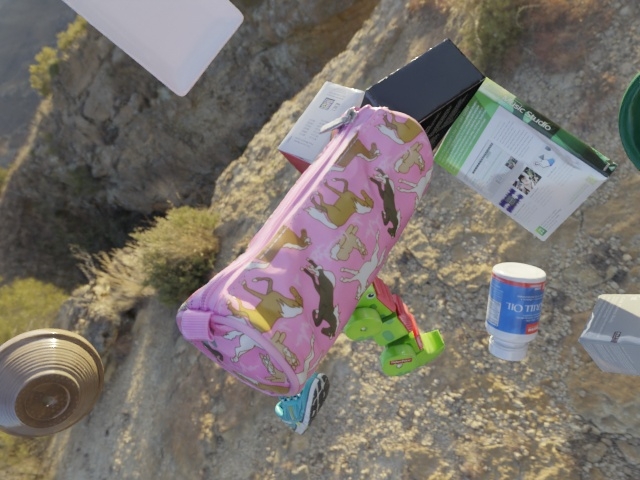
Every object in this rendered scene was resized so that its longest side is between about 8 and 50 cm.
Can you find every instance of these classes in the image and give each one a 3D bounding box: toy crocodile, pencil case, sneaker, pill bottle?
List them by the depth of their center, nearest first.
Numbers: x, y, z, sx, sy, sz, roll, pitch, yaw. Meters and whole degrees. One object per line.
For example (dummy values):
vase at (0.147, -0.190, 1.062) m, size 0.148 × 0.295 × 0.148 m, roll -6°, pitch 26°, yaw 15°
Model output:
pencil case at (0.000, 0.000, 0.609) m, size 0.386 × 0.167 × 0.160 m, roll -56°, pitch 2°, yaw -30°
toy crocodile at (0.112, 0.135, 0.879) m, size 0.105 × 0.340 × 0.115 m, roll -31°, pitch 37°, yaw 16°
pill bottle at (0.476, 0.176, 1.230) m, size 0.124 × 0.124 × 0.221 m, roll 26°, pitch 120°, yaw 57°
sneaker at (-0.055, 0.400, 1.236) m, size 0.107 × 0.110 × 0.275 m, roll -53°, pitch -10°, yaw -40°

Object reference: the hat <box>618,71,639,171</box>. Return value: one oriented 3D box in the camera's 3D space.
hat at (0.548, -0.160, 0.669) m, size 0.173 × 0.184 × 0.208 m, roll 122°, pitch 130°, yaw -64°

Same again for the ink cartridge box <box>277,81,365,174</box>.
ink cartridge box at (0.050, -0.173, 1.219) m, size 0.130 × 0.309 × 0.271 m, roll 30°, pitch 82°, yaw 39°

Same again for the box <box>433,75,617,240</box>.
box at (0.421, -0.171, 1.081) m, size 0.058 × 0.322 × 0.232 m, roll -42°, pitch -16°, yaw -30°

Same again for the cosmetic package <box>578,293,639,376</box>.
cosmetic package at (0.607, 0.170, 0.879) m, size 0.127 × 0.107 × 0.238 m, roll -49°, pitch 14°, yaw -26°

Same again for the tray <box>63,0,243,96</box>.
tray at (-0.245, -0.327, 0.635) m, size 0.145 × 0.270 × 0.030 m, roll -53°, pitch 26°, yaw -4°

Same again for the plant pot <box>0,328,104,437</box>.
plant pot at (-0.574, 0.313, 1.040) m, size 0.110 × 0.237 × 0.237 m, roll 18°, pitch 84°, yaw 57°

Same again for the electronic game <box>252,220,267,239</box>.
electronic game at (-0.073, 0.006, 1.343) m, size 0.229 × 0.229 × 0.048 m, roll -47°, pitch 43°, yaw 24°

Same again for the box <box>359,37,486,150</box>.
box at (0.153, -0.211, 0.909) m, size 0.184 × 0.103 × 0.261 m, roll -38°, pitch -8°, yaw -16°
